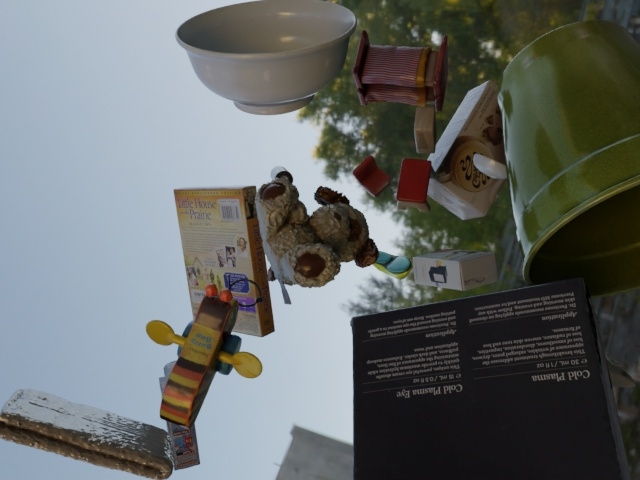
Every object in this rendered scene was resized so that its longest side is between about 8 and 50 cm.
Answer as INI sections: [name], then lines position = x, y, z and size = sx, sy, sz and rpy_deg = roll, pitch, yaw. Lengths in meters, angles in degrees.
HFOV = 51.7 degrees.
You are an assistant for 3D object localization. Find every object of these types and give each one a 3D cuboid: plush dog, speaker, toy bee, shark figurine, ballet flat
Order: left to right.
[toy bee]
position = -0.194, 0.149, 1.103
size = 0.162, 0.195, 0.298
rpy_deg = 98, 171, -54
[speaker]
position = -0.116, -0.188, 1.964
size = 0.136, 0.055, 0.055
rpy_deg = -127, 46, -75
[plush dog]
position = 0.000, 0.000, 1.379
size = 0.225, 0.262, 0.210
rpy_deg = -18, -31, -21
[ballet flat]
position = 0.237, 0.086, 2.109
size = 0.077, 0.231, 0.077
rpy_deg = -41, -65, -14
[shark figurine]
position = 0.413, 0.240, 1.232
size = 0.116, 0.166, 0.278
rpy_deg = -53, 13, -24

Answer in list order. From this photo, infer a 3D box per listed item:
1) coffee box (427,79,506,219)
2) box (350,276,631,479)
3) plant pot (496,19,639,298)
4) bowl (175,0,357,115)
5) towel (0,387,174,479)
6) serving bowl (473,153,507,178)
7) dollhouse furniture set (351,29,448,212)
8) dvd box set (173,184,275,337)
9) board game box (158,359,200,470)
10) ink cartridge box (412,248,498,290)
[coffee box]
position = 0.386, -0.221, 1.634
size = 0.297, 0.168, 0.119
rpy_deg = -58, 12, -11
[box]
position = 0.229, 0.253, 0.923
size = 0.179, 0.343, 0.312
rpy_deg = 48, -143, -50
[plant pot]
position = 0.448, -0.147, 1.050
size = 0.366, 0.367, 0.353
rpy_deg = 67, -170, -59
[bowl]
position = -0.084, -0.300, 1.109
size = 0.298, 0.298, 0.134
rpy_deg = -53, -33, -47
[towel]
position = -0.376, 0.315, 1.071
size = 0.187, 0.282, 0.049
rpy_deg = -177, 108, -76
[serving bowl]
position = 0.338, -0.142, 1.306
size = 0.027, 0.083, 0.083
rpy_deg = -65, -19, 7
[dollhouse furniture set]
position = 0.166, -0.268, 1.482
size = 0.152, 0.201, 0.374
rpy_deg = 59, -140, -67
[dvd box set]
position = -0.280, 0.053, 1.893
size = 0.062, 0.308, 0.420
rpy_deg = -19, -75, -47
[board game box]
position = -0.310, 0.385, 1.440
size = 0.194, 0.060, 0.194
rpy_deg = -156, 59, -71
[ink cartridge box]
position = 0.338, 0.070, 1.655
size = 0.127, 0.175, 0.072
rpy_deg = -12, -82, -31
